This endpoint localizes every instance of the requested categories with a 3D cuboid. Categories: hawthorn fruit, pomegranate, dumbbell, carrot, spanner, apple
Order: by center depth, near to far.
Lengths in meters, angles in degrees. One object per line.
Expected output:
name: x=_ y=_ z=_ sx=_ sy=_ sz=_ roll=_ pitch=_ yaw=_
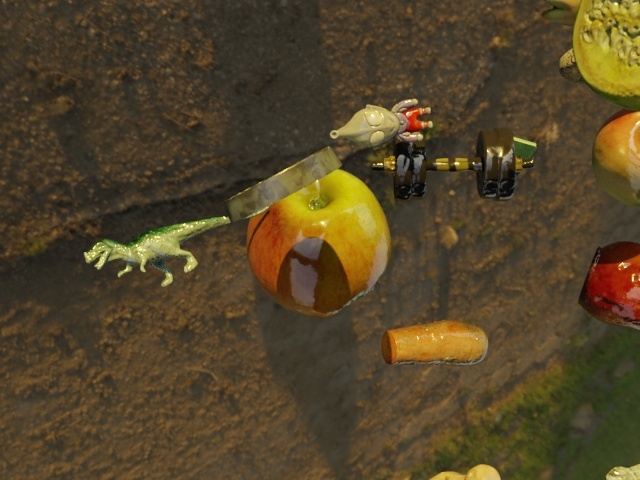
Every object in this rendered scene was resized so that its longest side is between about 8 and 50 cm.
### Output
pomegranate: x=0.562 y=-0.386 z=1.171 sx=0.216 sy=0.358 sz=0.309 roll=-10 pitch=120 yaw=-32
spanner: x=0.676 y=0.405 z=1.300 sx=0.302 sy=0.071 sz=0.017 roll=-26 pitch=146 yaw=-5
hawthorn fruit: x=0.659 y=0.099 z=1.418 sx=0.189 sy=0.251 sz=0.189 roll=-10 pitch=106 yaw=-35
apple: x=0.000 y=0.000 z=1.577 sx=0.339 sy=0.339 sz=0.339 roll=-26 pitch=137 yaw=-27
dumbbell: x=0.319 y=-0.182 z=1.674 sx=0.388 sy=0.185 sz=0.185 roll=-1 pitch=134 yaw=5
apple: x=0.940 y=-0.246 z=1.954 sx=0.319 sy=0.319 sz=0.277 roll=-56 pitch=170 yaw=9
carrot: x=0.333 y=0.295 z=1.978 sx=0.302 sy=0.138 sz=0.138 roll=3 pitch=122 yaw=-19

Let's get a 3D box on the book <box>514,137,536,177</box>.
book: x=0.497 y=-0.210 z=1.814 sx=0.103 sy=0.017 sz=0.135 roll=14 pitch=132 yaw=-13

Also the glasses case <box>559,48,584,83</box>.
glasses case: x=0.796 y=-0.510 z=1.816 sx=0.137 sy=0.355 sz=0.085 roll=13 pitch=71 yaw=-31

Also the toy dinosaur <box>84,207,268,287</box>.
toy dinosaur: x=-0.285 y=0.027 z=1.434 sx=0.383 sy=0.076 sz=0.129 roll=-13 pitch=101 yaw=-21

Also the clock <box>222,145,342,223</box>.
clock: x=-0.066 y=-0.096 z=1.173 sx=0.215 sy=0.215 sz=0.042 roll=-31 pitch=97 yaw=-22

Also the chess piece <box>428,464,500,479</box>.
chess piece: x=0.186 y=0.449 z=1.146 sx=0.139 sy=0.124 sz=0.307 roll=19 pitch=133 yaw=-28

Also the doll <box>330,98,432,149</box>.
doll: x=0.133 y=-0.254 z=1.533 sx=0.227 sy=0.075 sz=0.102 roll=-7 pitch=103 yaw=5
